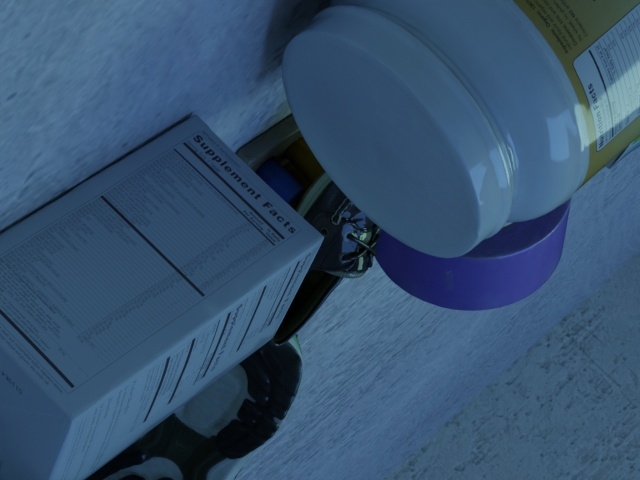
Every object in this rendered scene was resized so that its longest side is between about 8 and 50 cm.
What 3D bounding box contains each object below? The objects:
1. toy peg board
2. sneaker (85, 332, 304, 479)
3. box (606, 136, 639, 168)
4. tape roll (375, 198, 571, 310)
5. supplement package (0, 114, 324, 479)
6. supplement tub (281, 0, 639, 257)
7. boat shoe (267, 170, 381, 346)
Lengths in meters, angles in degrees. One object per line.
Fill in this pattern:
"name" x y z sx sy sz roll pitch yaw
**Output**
"toy peg board" -0.009 -0.039 1.580 0.161 0.079 0.161 -36 164 -35
"sneaker" -0.112 0.163 1.795 0.410 0.158 0.182 -49 -175 40
"box" 0.222 -0.178 1.585 0.114 0.203 0.103 -36 165 -35
"tape roll" 0.140 -0.031 1.799 0.189 0.189 0.080 -38 150 -29
"supplement package" -0.138 0.047 1.301 0.244 0.139 0.134 -35 162 -37
"supplement tub" 0.149 -0.156 1.369 0.316 0.228 0.228 -40 166 -22
"boat shoe" 0.013 0.001 1.517 0.080 0.073 0.223 -4 145 -50
